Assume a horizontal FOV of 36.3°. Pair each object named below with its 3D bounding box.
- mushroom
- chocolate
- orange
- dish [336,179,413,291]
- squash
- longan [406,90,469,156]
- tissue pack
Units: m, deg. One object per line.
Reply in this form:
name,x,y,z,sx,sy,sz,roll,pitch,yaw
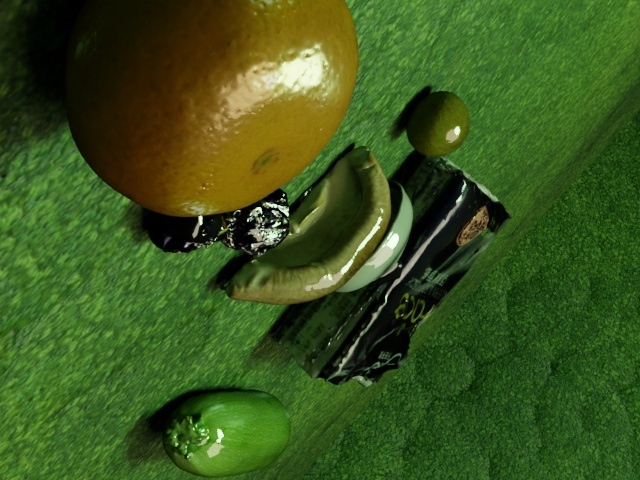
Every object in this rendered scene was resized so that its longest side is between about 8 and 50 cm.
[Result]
mushroom,-0.001,0.002,0.975,0.210,0.094,0.072,-49,163,-20
chocolate,-0.082,-0.020,0.755,0.072,0.070,0.147,-44,158,18
orange,-0.058,-0.087,0.502,0.156,0.124,0.156,-28,156,-13
dish,0.065,0.012,1.072,0.141,0.078,0.141,-41,-155,24
squash,-0.106,0.239,1.223,0.107,0.107,0.395,-50,165,0
longan,0.128,-0.131,1.082,0.075,0.075,0.083,-57,-155,25
tissue pack,0.108,0.052,1.307,0.332,0.123,0.245,-51,153,6
